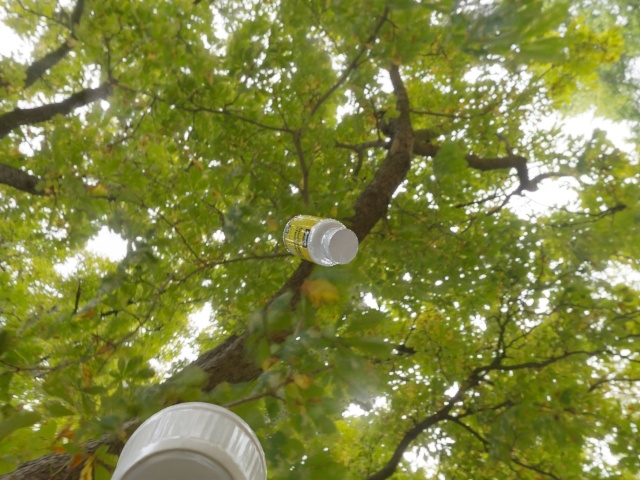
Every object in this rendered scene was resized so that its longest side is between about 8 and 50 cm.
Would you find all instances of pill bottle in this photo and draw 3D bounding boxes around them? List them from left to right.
[{"bbox_3d":[0.000,0.000,0.952,0.103,0.184,0.103,-5,-80,-31],"label":"pill bottle"}]

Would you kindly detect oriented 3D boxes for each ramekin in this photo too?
[{"bbox_3d":[-0.228,0.427,0.723,0.273,0.127,0.272,0,-93,-4],"label":"ramekin"}]
